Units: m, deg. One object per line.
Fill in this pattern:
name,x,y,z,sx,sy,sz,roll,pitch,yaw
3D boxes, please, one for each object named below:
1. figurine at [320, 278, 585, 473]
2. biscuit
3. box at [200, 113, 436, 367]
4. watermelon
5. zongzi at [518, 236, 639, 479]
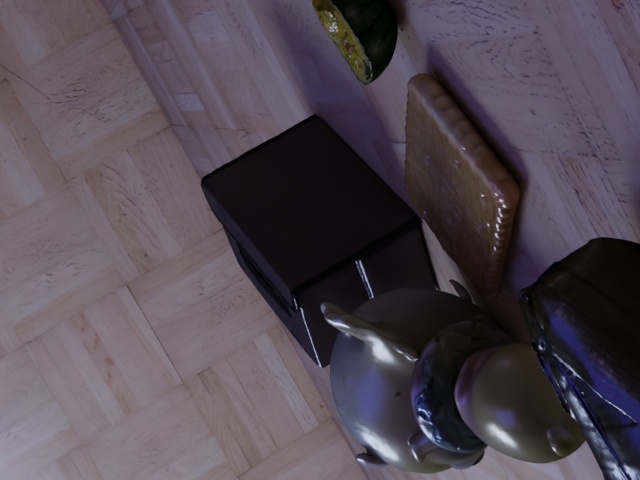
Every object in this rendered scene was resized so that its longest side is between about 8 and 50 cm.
figurine,0.130,0.137,1.380,0.274,0.227,0.394,29,171,-24
biscuit,0.134,-0.047,1.334,0.160,0.030,0.250,54,168,22
box,0.000,0.000,1.682,0.252,0.188,0.153,45,160,44
watermelon,0.036,-0.201,1.279,0.105,0.062,0.105,55,176,5
zongzi,0.275,0.116,0.938,0.260,0.123,0.289,63,159,-7
